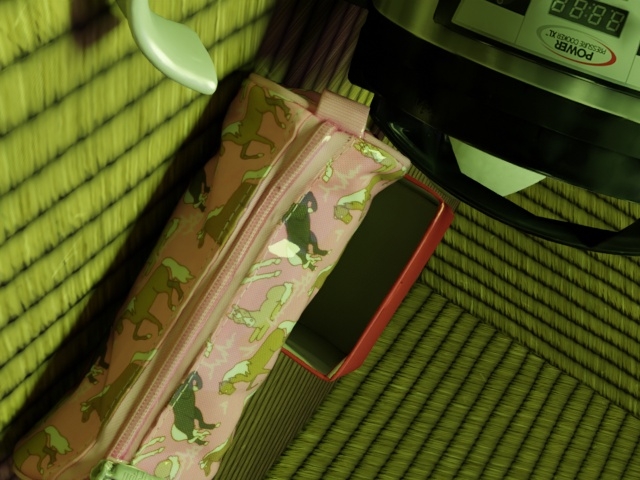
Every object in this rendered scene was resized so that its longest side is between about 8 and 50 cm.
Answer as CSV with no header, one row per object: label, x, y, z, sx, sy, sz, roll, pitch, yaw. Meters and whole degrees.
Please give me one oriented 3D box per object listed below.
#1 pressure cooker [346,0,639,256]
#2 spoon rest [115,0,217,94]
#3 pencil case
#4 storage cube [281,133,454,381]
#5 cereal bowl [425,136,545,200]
pressure cooker,0.236,-0.199,1.076,0.370,0.375,0.421,46,-58,54
spoon rest,-0.031,-0.198,0.672,0.084,0.137,0.276,7,130,-39
pencil case,-0.085,0.051,1.064,0.160,0.167,0.386,32,90,-42
storage cube,0.000,0.000,1.242,0.215,0.183,0.193,-58,172,2
cereal bowl,0.227,-0.217,1.628,0.339,0.141,0.339,-33,-150,22
